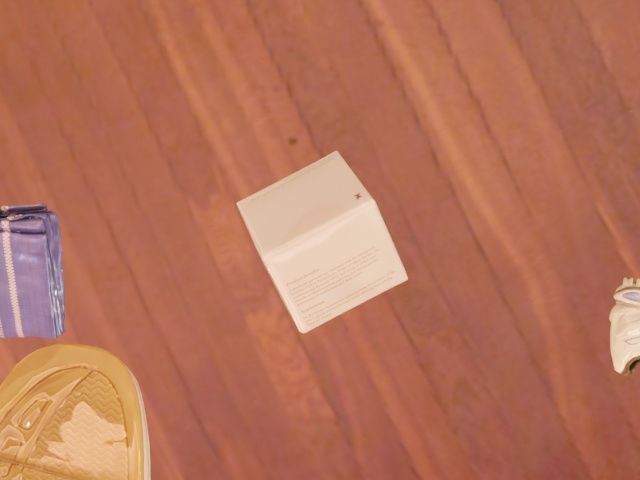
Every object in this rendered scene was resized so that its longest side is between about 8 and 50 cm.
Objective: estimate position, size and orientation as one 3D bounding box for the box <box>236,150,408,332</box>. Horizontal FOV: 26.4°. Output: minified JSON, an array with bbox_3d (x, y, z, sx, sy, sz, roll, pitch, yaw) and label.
[{"bbox_3d":[0.000,0.000,1.124,0.087,0.101,0.102,64,177,-34],"label":"box"}]

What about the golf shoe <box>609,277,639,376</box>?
[{"bbox_3d":[0.313,0.083,1.071,0.176,0.069,0.086,5,77,29],"label":"golf shoe"}]

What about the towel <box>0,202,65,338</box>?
[{"bbox_3d":[-0.427,0.029,1.372,0.243,0.336,0.040,102,169,-58],"label":"towel"}]

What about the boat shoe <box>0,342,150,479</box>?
[{"bbox_3d":[-0.133,0.186,0.700,0.098,0.096,0.277,9,92,10],"label":"boat shoe"}]
